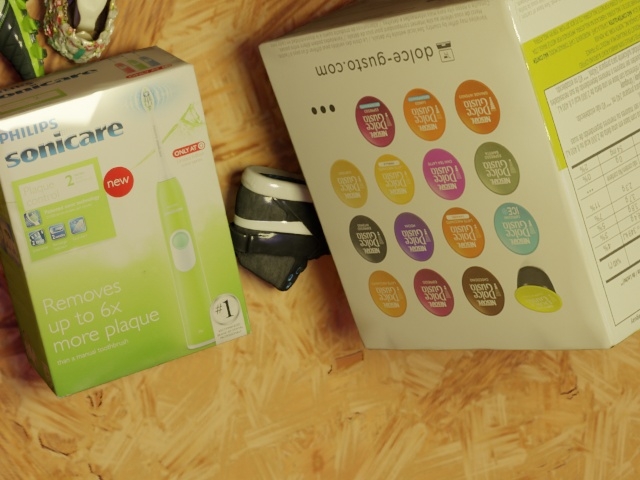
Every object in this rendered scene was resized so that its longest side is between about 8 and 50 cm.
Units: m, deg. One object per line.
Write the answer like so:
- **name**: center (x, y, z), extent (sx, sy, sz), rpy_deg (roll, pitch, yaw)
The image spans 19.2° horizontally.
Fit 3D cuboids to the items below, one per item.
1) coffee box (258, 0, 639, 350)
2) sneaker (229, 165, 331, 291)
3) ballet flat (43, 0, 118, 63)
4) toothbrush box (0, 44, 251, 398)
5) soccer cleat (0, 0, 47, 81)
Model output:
- **coffee box**: center (0.213, -0.107, 1.824), extent (0.338, 0.338, 0.334), rpy_deg (-29, 106, -37)
- **sneaker**: center (0.000, 0.000, 1.953), extent (0.217, 0.079, 0.121), rpy_deg (13, 106, -26)
- **ballet flat**: center (-0.219, -0.291, 1.826), extent (0.091, 0.077, 0.241), rpy_deg (0, 96, -20)
- **toothbrush box**: center (-0.205, -0.021, 1.821), extent (0.206, 0.122, 0.283), rpy_deg (-17, 110, -18)
- **soccer cleat**: center (-0.321, -0.225, 1.812), extent (0.072, 0.060, 0.179), rpy_deg (-22, 110, 8)
